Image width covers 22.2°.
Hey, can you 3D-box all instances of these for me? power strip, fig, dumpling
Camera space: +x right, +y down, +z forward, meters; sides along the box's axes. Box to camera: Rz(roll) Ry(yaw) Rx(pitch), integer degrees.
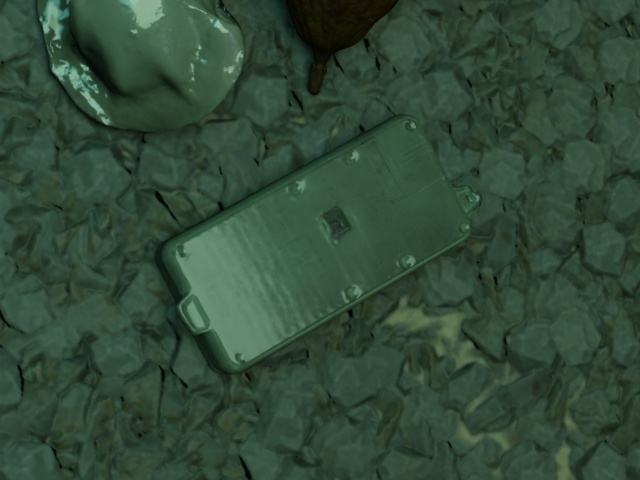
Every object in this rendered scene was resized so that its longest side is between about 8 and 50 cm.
[{"bbox_3d":[0.000,0.000,1.292,0.270,0.046,0.118,-30,95,-20],"label":"power strip"},{"bbox_3d":[0.003,-0.208,1.292,0.119,0.119,0.153,35,118,-16],"label":"fig"},{"bbox_3d":[-0.144,-0.167,1.231,0.176,0.092,0.150,44,86,-18],"label":"dumpling"}]
